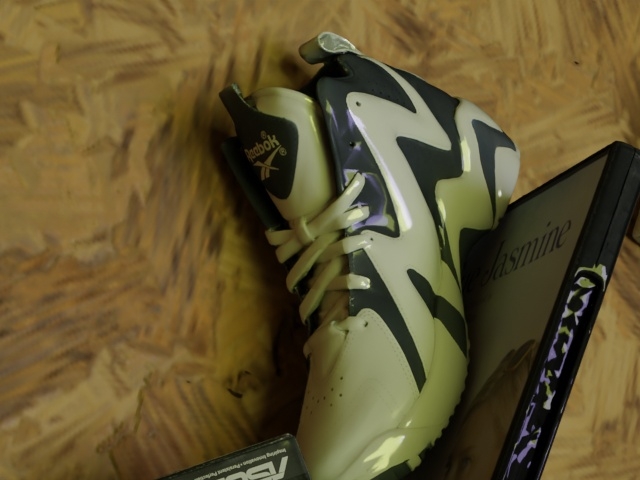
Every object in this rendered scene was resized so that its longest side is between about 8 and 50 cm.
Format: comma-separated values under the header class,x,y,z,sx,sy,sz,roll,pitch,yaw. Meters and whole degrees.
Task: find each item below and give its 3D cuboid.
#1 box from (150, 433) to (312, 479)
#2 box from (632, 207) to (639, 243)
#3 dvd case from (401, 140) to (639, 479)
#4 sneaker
class,x,y,z,sx,sy,sz,roll,pitch,yaw
box,-0.067,0.195,0.793,0.190,0.045,0.184,-19,75,-13
box,0.298,-0.074,1.124,0.148,0.127,0.232,34,66,-29
dvd case,0.066,0.086,0.900,0.022,0.180,0.253,28,67,-12
sneaker,0.000,0.000,0.910,0.153,0.094,0.235,37,59,-23
